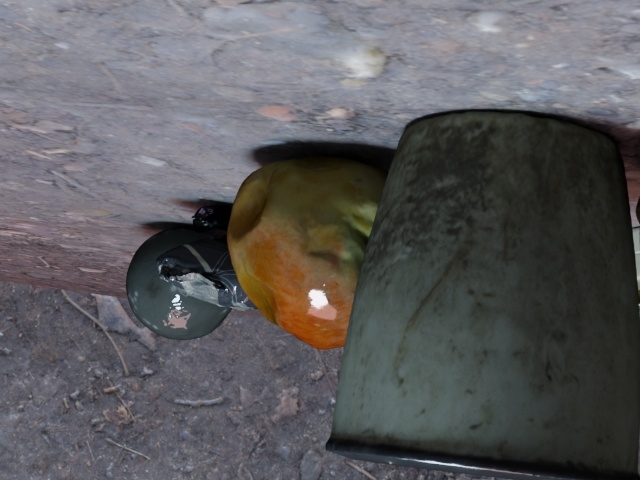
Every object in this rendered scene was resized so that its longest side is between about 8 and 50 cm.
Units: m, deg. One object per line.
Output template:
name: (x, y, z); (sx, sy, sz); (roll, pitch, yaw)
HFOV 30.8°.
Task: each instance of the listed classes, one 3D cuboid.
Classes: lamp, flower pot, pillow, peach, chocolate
lamp: (-0.201, 0.080, 1.931); (0.182, 0.182, 0.314); (3, 171, 19)
flower pot: (0.172, 0.062, 1.118); (0.293, 0.330, 0.293); (8, 170, 1)
pillow: (-0.110, 0.036, 1.698); (0.161, 0.093, 0.335); (19, -166, 20)
peach: (0.000, 0.000, 1.294); (0.214, 0.214, 0.235); (17, -173, -46)
chocolate: (-0.103, -0.027, 1.628); (0.147, 0.070, 0.072); (16, -179, 4)

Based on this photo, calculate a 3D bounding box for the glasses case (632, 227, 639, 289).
glasses case: (0.534, 0.043, 1.521); (0.313, 0.070, 0.131); (11, 170, -25)

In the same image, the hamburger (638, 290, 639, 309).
hamburger: (0.365, 0.087, 1.682); (0.309, 0.132, 0.211); (9, 169, 11)

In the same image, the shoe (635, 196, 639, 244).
shoe: (0.343, -0.022, 1.081); (0.099, 0.112, 0.227); (4, 159, 12)
